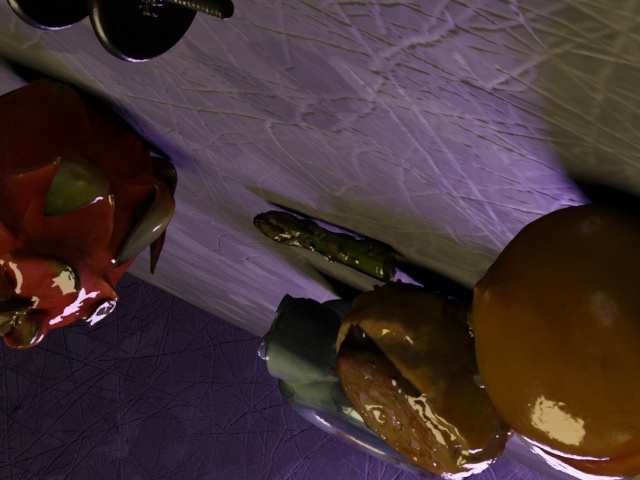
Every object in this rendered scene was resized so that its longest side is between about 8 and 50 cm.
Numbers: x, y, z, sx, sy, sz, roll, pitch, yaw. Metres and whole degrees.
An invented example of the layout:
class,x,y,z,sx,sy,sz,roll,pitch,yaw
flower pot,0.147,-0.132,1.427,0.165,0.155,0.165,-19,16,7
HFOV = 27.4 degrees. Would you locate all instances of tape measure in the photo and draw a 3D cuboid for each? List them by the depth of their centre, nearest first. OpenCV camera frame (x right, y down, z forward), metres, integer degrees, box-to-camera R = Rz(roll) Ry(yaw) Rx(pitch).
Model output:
class,x,y,z,sx,sy,sz,roll,pitch,yaw
tape measure,0.082,0.165,1.501,0.256,0.147,0.275,22,166,23

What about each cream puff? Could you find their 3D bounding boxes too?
class,x,y,z,sx,sy,sz,roll,pitch,yaw
cream puff,0.098,0.113,1.153,0.189,0.129,0.189,40,154,24

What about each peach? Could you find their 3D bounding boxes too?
class,x,y,z,sx,sy,sz,roll,pitch,yaw
peach,0.143,0.053,0.669,0.138,0.138,0.138,27,172,4

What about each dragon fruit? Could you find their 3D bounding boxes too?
class,x,y,z,sx,sy,sz,roll,pitch,yaw
dragon fruit,-0.248,-0.022,1.169,0.224,0.227,0.224,21,178,1

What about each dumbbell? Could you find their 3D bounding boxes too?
class,x,y,z,sx,sy,sz,roll,pitch,yaw
dumbbell,-0.096,-0.119,0.579,0.147,0.069,0.069,22,170,31

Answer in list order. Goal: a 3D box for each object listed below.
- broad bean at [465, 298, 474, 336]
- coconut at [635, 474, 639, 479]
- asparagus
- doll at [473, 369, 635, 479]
class,x,y,z,sx,sy,sz,roll,pitch,yaw
broad bean,0.180,0.070,0.924,0.052,0.052,0.256,-12,-164,-31
coconut,0.284,0.185,0.847,0.147,0.147,0.152,31,-148,-24
asparagus,0.000,0.000,1.139,0.165,0.030,0.036,20,179,42
doll,0.227,0.145,1.067,0.155,0.113,0.275,23,163,47
